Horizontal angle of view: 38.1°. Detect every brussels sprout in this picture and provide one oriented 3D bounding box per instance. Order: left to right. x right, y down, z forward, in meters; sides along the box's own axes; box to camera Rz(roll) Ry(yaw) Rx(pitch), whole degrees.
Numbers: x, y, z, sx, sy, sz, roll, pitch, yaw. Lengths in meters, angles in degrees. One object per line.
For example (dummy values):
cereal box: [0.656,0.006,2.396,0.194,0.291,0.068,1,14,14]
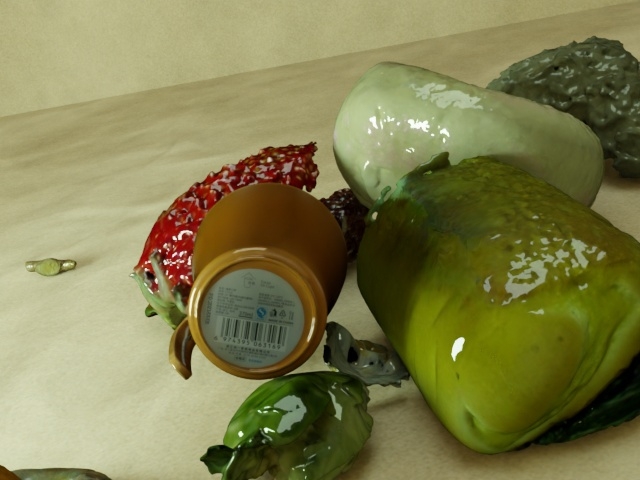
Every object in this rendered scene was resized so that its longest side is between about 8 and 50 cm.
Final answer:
brussels sprout: [-0.026,0.175,0.873,0.139,0.100,0.181,-15,20,42]

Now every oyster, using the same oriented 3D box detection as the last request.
oyster: [0.038,0.123,0.999,0.146,0.045,0.121,34,7,39]

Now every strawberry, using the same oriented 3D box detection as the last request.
strawberry: [-0.138,-0.033,1.226,0.233,0.137,0.306,-9,48,56]

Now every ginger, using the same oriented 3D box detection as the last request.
ginger: [-0.448,0.045,1.522,0.097,0.030,0.048,-2,-5,19]

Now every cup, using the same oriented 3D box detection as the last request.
cup: [-0.076,0.058,0.988,0.226,0.182,0.264,-41,8,8]

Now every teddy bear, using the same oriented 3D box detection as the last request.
teddy bear: [0.435,-0.220,1.541,0.357,0.225,0.367,0,9,32]

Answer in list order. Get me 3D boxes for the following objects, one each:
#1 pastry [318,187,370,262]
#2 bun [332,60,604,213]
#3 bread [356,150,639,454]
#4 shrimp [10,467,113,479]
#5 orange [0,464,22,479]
pastry: [-0.002,0.000,1.291,0.115,0.097,0.208,8,30,32]
bun: [0.190,-0.106,1.252,0.361,0.213,0.361,17,9,-3]
bread: [0.185,0.047,0.943,0.251,0.208,0.376,-19,25,-5]
shrimp: [-0.242,0.251,0.845,0.254,0.059,0.145,-8,11,24]
orange: [-0.290,0.266,0.672,0.224,0.170,0.224,-32,21,14]
